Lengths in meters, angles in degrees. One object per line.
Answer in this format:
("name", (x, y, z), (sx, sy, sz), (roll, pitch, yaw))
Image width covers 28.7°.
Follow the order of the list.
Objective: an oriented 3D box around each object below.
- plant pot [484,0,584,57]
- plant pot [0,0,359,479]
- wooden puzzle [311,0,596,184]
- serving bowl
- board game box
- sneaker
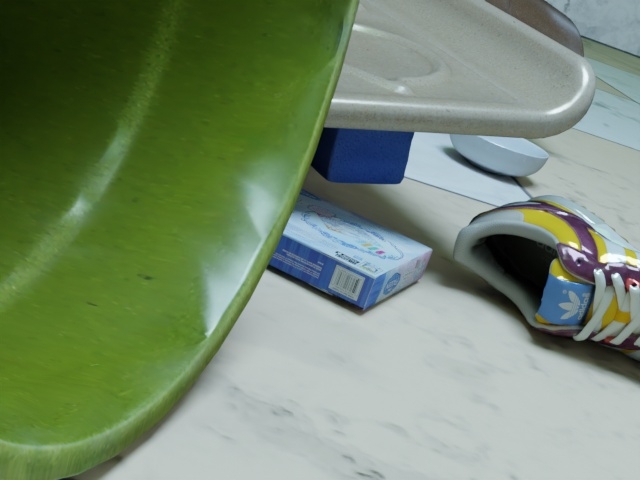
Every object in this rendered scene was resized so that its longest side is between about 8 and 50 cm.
("plant pot", (0.140, -0.177, 1.139), (0.165, 0.167, 0.167), (19, 14, -39))
("plant pot", (-0.191, -0.154, 0.375), (0.353, 0.366, 0.366), (13, 14, 15))
("wooden puzzle", (-0.071, -0.111, 0.722), (0.348, 0.080, 0.322), (-4, 27, -24))
("serving bowl", (0.139, -0.071, 1.001), (0.083, 0.027, 0.083), (19, 17, -6))
("board game box", (0.000, 0.000, 0.616), (0.090, 0.020, 0.090), (26, 17, 17))
("sneaker", (0.153, 0.034, 0.631), (0.185, 0.069, 0.084), (25, 24, 35))
